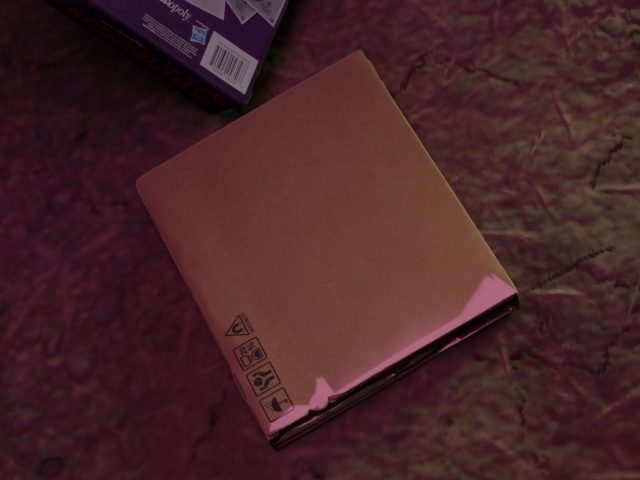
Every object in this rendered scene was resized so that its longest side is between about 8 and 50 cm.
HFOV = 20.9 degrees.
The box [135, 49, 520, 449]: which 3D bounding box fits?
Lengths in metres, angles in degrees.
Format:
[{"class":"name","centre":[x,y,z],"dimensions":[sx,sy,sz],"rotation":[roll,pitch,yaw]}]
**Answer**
[{"class":"box","centre":[0.000,0.000,1.018],"dimensions":[0.164,0.021,0.201],"rotation":[-30,58,0]}]

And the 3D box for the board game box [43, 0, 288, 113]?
[{"class":"board game box","centre":[-0.149,-0.251,1.031],"dimensions":[0.056,0.347,0.208],"rotation":[-4,57,56]}]
